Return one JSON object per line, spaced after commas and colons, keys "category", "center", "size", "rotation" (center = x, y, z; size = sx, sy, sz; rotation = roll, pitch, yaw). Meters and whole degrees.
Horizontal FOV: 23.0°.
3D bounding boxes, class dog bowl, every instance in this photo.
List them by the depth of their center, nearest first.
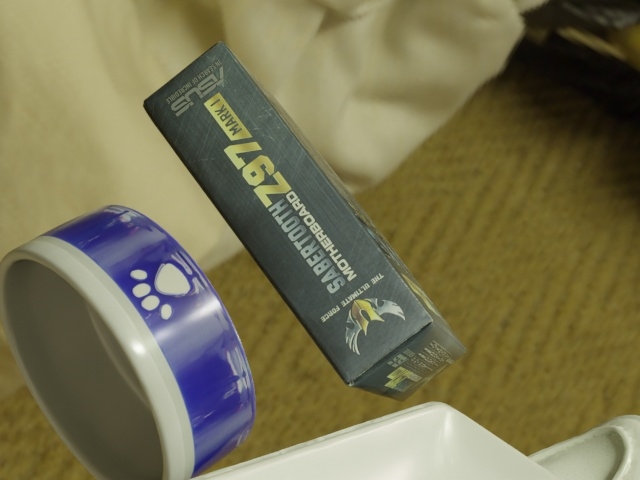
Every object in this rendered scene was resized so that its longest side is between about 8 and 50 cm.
{"category": "dog bowl", "center": [-0.181, 0.104, 1.444], "size": [0.104, 0.265, 0.265], "rotation": [-31, 70, -31]}

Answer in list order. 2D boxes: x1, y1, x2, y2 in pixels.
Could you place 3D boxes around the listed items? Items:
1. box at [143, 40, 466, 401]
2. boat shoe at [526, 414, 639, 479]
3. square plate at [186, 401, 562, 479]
{"category": "box", "center": [0.000, 0.000, 0.887], "size": [0.059, 0.233, 0.183], "rotation": [-38, 79, 3]}
{"category": "boat shoe", "center": [0.116, 0.237, 1.248], "size": [0.367, 0.156, 0.136], "rotation": [-37, 30, -4]}
{"category": "square plate", "center": [0.113, 0.202, 0.686], "size": [0.347, 0.049, 0.344], "rotation": [35, 17, 22]}
